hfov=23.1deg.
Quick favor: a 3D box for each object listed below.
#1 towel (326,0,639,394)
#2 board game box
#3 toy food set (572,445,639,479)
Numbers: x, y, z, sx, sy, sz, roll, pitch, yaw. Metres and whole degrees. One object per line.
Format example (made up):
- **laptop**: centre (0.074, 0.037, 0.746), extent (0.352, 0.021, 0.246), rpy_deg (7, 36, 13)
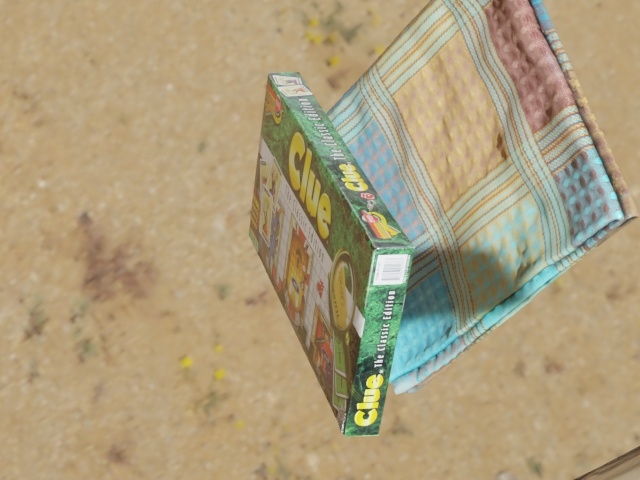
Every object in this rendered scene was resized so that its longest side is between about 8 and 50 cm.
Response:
- **towel**: centre (0.106, -0.053, 1.348), extent (0.040, 0.370, 0.271), rpy_deg (-12, 70, -32)
- **board game box**: centre (0.000, 0.000, 1.036), extent (0.030, 0.136, 0.260), rpy_deg (1, 28, -18)
- **toy food set**: centre (0.033, 0.191, 0.414), extent (0.092, 0.220, 0.306), rpy_deg (32, 71, 2)
